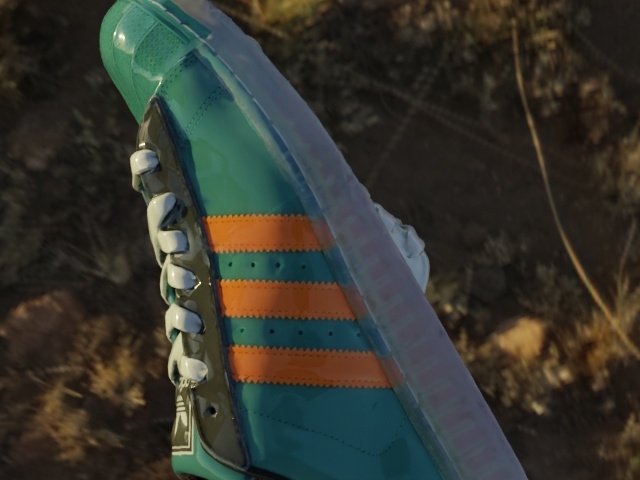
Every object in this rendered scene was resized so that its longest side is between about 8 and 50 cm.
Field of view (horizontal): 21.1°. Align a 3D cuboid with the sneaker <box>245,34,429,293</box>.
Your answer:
[{"bbox_3d":[0.000,0.000,0.863,0.092,0.087,0.229,-20,96,-4],"label":"sneaker"}]

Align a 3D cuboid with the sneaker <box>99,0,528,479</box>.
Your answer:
[{"bbox_3d":[-0.026,0.035,0.710,0.121,0.108,0.302,-31,86,-9],"label":"sneaker"}]
